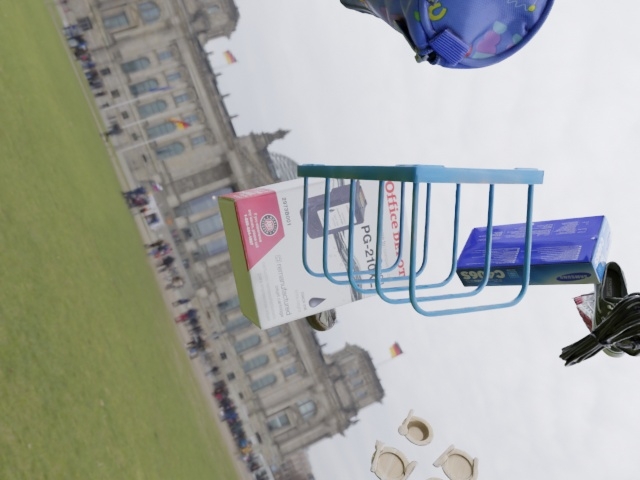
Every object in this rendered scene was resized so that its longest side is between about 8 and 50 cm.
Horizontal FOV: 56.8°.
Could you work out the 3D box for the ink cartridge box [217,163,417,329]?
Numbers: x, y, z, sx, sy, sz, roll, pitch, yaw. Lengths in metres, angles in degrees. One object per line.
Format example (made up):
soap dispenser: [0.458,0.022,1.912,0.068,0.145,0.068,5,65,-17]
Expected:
ink cartridge box: [0.000,0.000,0.808,0.100,0.237,0.171,-165,-117,-66]

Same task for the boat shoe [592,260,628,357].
boat shoe: [0.663,0.154,1.347,0.070,0.078,0.219,71,21,-63]

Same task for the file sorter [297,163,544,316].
file sorter: [0.069,-0.010,0.481,0.170,0.118,0.104,14,-76,60]

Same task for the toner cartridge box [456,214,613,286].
toner cartridge box: [0.524,0.032,1.478,0.348,0.165,0.075,-5,-50,43]

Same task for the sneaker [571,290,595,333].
sneaker: [0.789,0.197,1.659,0.120,0.112,0.299,57,21,-2]

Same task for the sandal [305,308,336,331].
sandal: [-0.006,0.087,0.971,0.090,0.060,0.219,57,18,-17]

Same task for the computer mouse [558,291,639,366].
computer mouse: [0.428,0.086,0.700,0.184,0.262,0.060,104,-20,-60]

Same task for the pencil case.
pencil case: [0.095,-0.261,0.582,0.119,0.133,0.306,35,16,-34]

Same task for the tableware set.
tableware set: [0.168,0.353,0.935,0.169,0.141,0.020,31,-50,18]
